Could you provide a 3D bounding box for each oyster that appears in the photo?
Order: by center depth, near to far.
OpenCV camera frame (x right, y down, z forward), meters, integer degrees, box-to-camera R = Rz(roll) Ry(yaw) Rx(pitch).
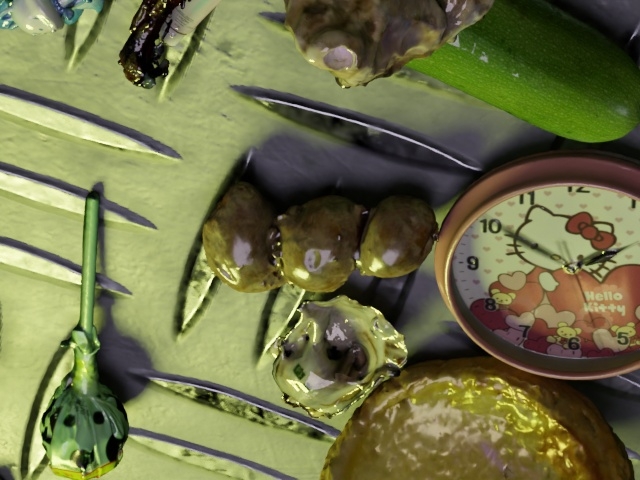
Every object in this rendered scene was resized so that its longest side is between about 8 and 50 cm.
[{"bbox_3d":[0.084,-0.236,1.368,0.114,0.351,0.238,16,145,39],"label":"oyster"},{"bbox_3d":[0.004,0.107,1.807,0.108,0.053,0.166,34,126,-14],"label":"oyster"}]

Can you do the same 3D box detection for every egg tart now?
[{"bbox_3d":[0.145,0.243,1.810,0.294,0.294,0.123,-7,164,13],"label":"egg tart"}]

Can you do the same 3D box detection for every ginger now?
[{"bbox_3d":[0.000,0.000,1.701,0.204,0.080,0.104,1,124,9],"label":"ginger"}]

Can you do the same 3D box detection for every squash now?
[{"bbox_3d":[0.092,-0.175,1.534,0.378,0.101,0.101,27,128,-13],"label":"squash"}]

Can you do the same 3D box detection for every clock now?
[{"bbox_3d":[0.218,0.023,1.706,0.244,0.056,0.244,5,130,6],"label":"clock"}]

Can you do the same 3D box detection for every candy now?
[{"bbox_3d":[-0.214,0.092,1.814,0.083,0.091,0.305,8,123,3],"label":"candy"}]

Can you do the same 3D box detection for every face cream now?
[{"bbox_3d":[-0.092,-0.198,1.589,0.038,0.020,0.115,38,124,-15],"label":"face cream"}]

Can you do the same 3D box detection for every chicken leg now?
[{"bbox_3d":[-0.131,-0.233,1.536,0.106,0.051,0.253,-1,122,8],"label":"chicken leg"}]

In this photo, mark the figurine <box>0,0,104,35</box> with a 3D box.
[{"bbox_3d":[-0.234,-0.194,1.573,0.114,0.079,0.114,-15,170,-3],"label":"figurine"}]

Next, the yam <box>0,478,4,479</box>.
[{"bbox_3d":[-0.373,0.269,2.006,0.129,0.027,0.033,-22,162,21],"label":"yam"}]
